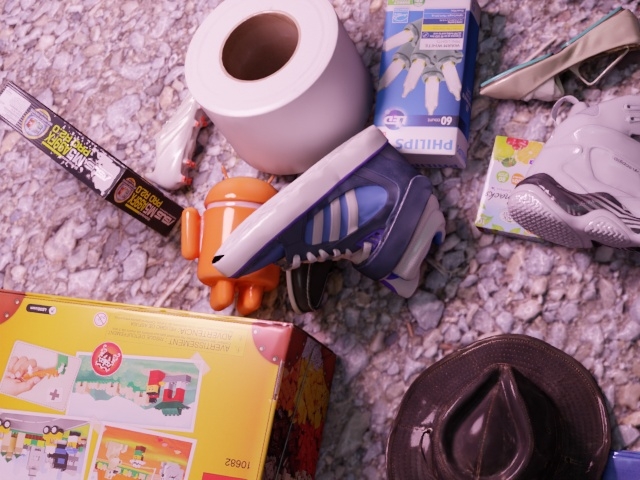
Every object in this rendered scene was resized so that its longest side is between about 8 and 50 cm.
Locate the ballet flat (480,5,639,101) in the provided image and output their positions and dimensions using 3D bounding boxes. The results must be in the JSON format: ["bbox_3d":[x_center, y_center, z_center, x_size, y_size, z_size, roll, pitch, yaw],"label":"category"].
[{"bbox_3d":[0.356,-0.250,1.906,0.248,0.086,0.086,-29,68,9],"label":"ballet flat"}]

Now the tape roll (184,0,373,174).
[{"bbox_3d":[-0.060,-0.244,1.970,0.246,0.169,0.246,-10,59,18],"label":"tape roll"}]

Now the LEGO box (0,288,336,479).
[{"bbox_3d":[-0.266,0.292,1.901,0.500,0.193,0.372,6,75,21],"label":"LEGO box"}]

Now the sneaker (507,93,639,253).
[{"bbox_3d":[0.456,-0.074,1.781,0.366,0.137,0.210,17,75,15],"label":"sneaker"}]

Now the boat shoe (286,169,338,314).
[{"bbox_3d":[0.000,0.000,1.954,0.069,0.081,0.227,-1,72,23],"label":"boat shoe"}]

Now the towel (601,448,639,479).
[{"bbox_3d":[0.471,0.445,1.686,0.243,0.040,0.335,3,76,21],"label":"towel"}]

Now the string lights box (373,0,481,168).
[{"bbox_3d":[0.160,-0.241,1.968,0.133,0.077,0.259,2,76,19],"label":"string lights box"}]

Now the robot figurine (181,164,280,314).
[{"bbox_3d":[-0.117,-0.001,1.973,0.158,0.128,0.219,-1,76,22],"label":"robot figurine"}]

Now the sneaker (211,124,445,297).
[{"bbox_3d":[0.034,0.014,1.861,0.323,0.130,0.236,-40,100,-17],"label":"sneaker"}]

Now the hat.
[{"bbox_3d":[0.226,0.254,1.744,0.331,0.134,0.331,-8,59,13],"label":"hat"}]

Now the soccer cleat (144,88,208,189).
[{"bbox_3d":[-0.225,-0.178,2.091,0.076,0.068,0.196,14,84,13],"label":"soccer cleat"}]

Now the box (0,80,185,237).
[{"bbox_3d":[-0.362,-0.125,2.044,0.270,0.216,0.060,36,87,24],"label":"box"}]

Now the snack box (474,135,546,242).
[{"bbox_3d":[0.290,-0.075,1.896,0.100,0.037,0.141,11,79,22],"label":"snack box"}]
